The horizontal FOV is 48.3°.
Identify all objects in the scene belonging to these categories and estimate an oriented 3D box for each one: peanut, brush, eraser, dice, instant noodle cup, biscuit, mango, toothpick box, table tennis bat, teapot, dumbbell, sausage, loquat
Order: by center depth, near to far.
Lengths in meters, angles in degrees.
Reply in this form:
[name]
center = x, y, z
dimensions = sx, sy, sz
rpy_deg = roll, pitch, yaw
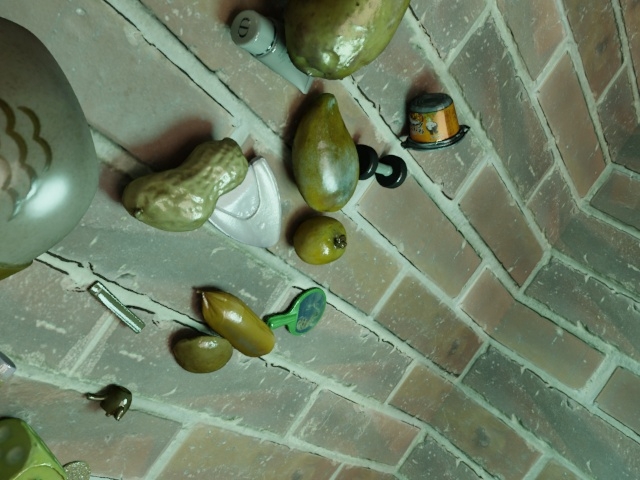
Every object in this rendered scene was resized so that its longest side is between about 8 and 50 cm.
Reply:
[toothpick box]
center = -0.584, -0.113, 1.029
dimensions = 0.425, 0.408, 0.409
rpy_deg = -30, 137, -32
[peanut]
center = -0.285, -0.111, 1.567
dimensions = 0.291, 0.143, 0.159
rpy_deg = -34, 115, -27
[dice]
center = -0.681, 0.513, 1.579
dimensions = 0.169, 0.169, 0.166
rpy_deg = -38, 141, -23
[brush]
center = -0.475, 0.154, 1.662
dimensions = 0.034, 0.027, 0.190
rpy_deg = -49, 136, -15
[teapot]
center = -0.518, 0.396, 1.756
dimensions = 0.110, 0.085, 0.080
rpy_deg = 38, 85, -34
[eraser]
center = -0.175, -0.069, 1.793
dimensions = 0.204, 0.059, 0.243
rpy_deg = -46, 139, -14
[mango]
center = 0.014, -0.217, 1.825
dimensions = 0.192, 0.146, 0.317
rpy_deg = -33, 132, -39
[biscuit]
center = -0.643, 0.616, 1.830
dimensions = 0.120, 0.015, 0.120
rpy_deg = -27, 134, -32
[sausage]
center = -0.229, 0.219, 1.918
dimensions = 0.112, 0.112, 0.328
rpy_deg = -48, 140, -10
[loquat]
center = 0.000, 0.000, 1.974
dimensions = 0.163, 0.163, 0.137
rpy_deg = 9, 80, -51
[dumbbell]
center = 0.160, -0.209, 2.028
dimensions = 0.191, 0.100, 0.100
rpy_deg = 8, 111, -52
[instant noodle cup]
center = 0.326, -0.350, 2.064
dimensions = 0.208, 0.177, 0.126
rpy_deg = -24, 122, -17
[table tennis bat]
center = -0.071, 0.226, 2.157
dimensions = 0.257, 0.039, 0.161
rpy_deg = -12, 124, -46

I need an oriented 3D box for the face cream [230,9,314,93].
[face cream]
center = -0.079, -0.431, 1.611
dimensions = 0.314, 0.089, 0.143
rpy_deg = 8, 107, -58

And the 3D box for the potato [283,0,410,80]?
[potato]
center = 0.043, -0.466, 1.542
dimensions = 0.288, 0.301, 0.238
rpy_deg = 1, 115, -39

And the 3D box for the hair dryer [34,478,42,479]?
[hair dryer]
center = -0.590, 0.553, 1.543
dimensions = 0.063, 0.037, 0.124
rpy_deg = -39, 136, -23

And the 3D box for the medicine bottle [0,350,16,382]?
[medicine bottle]
center = -0.714, 0.315, 1.432
dimensions = 0.212, 0.121, 0.122
rpy_deg = -47, 143, -12

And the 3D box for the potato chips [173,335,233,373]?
[potato chips]
center = -0.308, 0.312, 1.903
dimensions = 0.150, 0.049, 0.202
rpy_deg = -13, 150, -3
